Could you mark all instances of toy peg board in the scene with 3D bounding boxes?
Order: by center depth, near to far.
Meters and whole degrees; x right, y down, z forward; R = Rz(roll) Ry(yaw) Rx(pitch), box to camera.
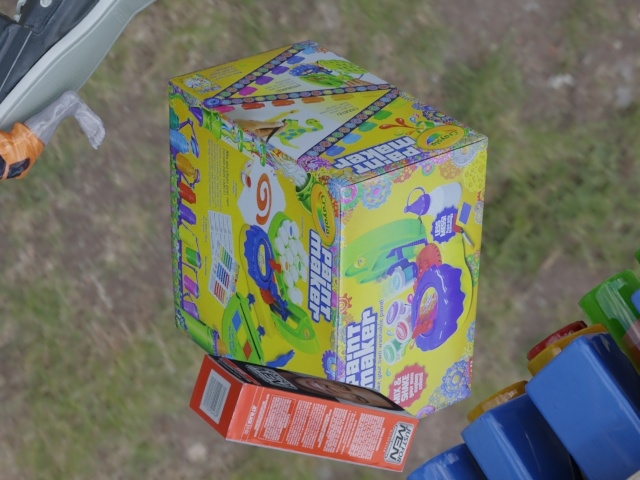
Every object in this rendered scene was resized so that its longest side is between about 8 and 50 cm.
[{"bbox_3d":[0.097,0.032,0.485,0.160,0.079,0.161,-18,159,-41],"label":"toy peg board"}]

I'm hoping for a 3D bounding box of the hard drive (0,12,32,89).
[{"bbox_3d":[-0.260,-0.102,1.187,0.135,0.094,0.022,-61,155,4],"label":"hard drive"}]

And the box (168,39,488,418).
[{"bbox_3d":[0.000,0.000,1.742,0.177,0.279,0.290,-19,126,-32],"label":"box"}]

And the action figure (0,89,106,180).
[{"bbox_3d":[-0.429,-0.097,1.728,0.330,0.341,0.178,-21,120,-46],"label":"action figure"}]

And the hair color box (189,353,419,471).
[{"bbox_3d":[-0.011,0.120,1.241,0.141,0.072,0.043,15,97,-29],"label":"hair color box"}]

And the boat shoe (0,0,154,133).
[{"bbox_3d":[-0.245,-0.225,1.765,0.302,0.091,0.114,-48,170,-11],"label":"boat shoe"}]
